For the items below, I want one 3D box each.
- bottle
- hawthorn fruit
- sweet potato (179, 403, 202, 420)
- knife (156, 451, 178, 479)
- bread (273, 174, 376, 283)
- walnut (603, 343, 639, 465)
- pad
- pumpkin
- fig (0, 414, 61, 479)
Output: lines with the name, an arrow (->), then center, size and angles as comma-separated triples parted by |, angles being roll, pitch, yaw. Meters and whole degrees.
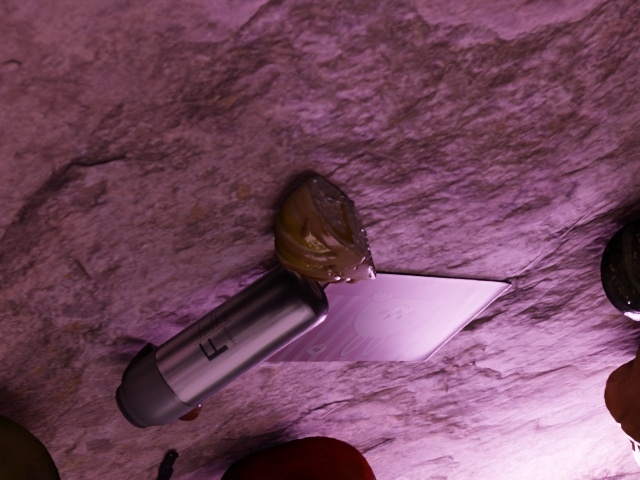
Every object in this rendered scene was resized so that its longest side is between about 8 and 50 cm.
bottle -> -0.112, 0.111, 1.015 | 0.254, 0.096, 0.079 | -36, 146, 10
hawthorn fruit -> -0.051, 0.435, 1.393 | 0.307, 0.265, 0.265 | -12, 149, 3
sweet potato -> -0.175, 0.180, 1.115 | 0.049, 0.049, 0.117 | -24, 145, 1
knife -> -0.232, 0.349, 1.371 | 0.023, 0.010, 0.170 | 0, 144, -22
bread -> 0.000, 0.000, 0.933 | 0.094, 0.083, 0.157 | -11, 150, 5
walnut -> 0.682, 0.263, 1.540 | 0.384, 0.383, 0.383 | -16, 148, -10
pad -> 0.088, 0.105, 1.207 | 0.300, 0.005, 0.202 | 6, 138, -38
pumpkin -> 0.458, 0.033, 1.198 | 0.190, 0.146, 0.190 | -16, 146, -11
fig -> -0.389, 0.278, 1.023 | 0.203, 0.202, 0.225 | -20, -172, -5
